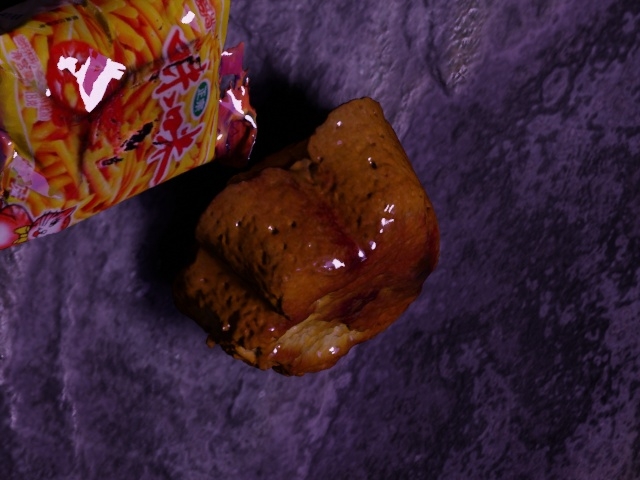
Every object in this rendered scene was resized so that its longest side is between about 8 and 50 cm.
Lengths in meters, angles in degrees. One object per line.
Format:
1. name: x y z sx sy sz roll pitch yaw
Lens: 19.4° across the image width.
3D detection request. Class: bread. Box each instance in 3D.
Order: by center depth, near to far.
1. bread: -0.009 0.009 1.528 0.232 0.135 0.246 -33 158 -6

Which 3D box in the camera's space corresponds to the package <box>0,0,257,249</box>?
1. package: -0.162 -0.109 1.351 0.288 0.108 0.223 -28 147 -37
